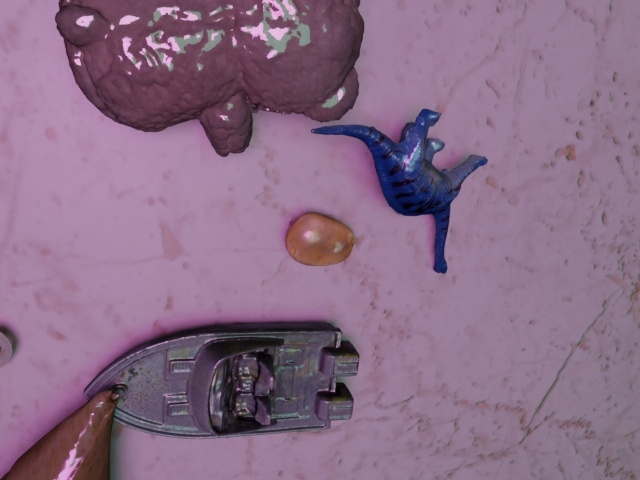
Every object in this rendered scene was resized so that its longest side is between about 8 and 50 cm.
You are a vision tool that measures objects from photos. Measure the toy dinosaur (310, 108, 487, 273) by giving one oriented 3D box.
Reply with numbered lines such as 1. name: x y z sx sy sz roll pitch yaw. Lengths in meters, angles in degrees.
1. toy dinosaur: 0.121 -0.085 0.569 0.144 0.076 0.329 -56 134 -7

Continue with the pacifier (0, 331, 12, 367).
1. pacifier: -0.373 0.119 0.480 0.083 0.064 0.068 28 104 -22

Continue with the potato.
1. potato: 0.000 0.000 0.569 0.083 0.062 0.068 17 131 1

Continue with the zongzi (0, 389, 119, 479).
1. zongzi: -0.236 0.485 0.541 0.467 0.218 0.500 -44 113 -2

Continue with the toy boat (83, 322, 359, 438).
1. toy boat: -0.112 0.175 0.564 0.319 0.092 0.141 2 103 -17

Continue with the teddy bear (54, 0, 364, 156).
1. teddy bear: -0.096 -0.198 0.433 0.267 0.151 0.236 -15 111 -12
